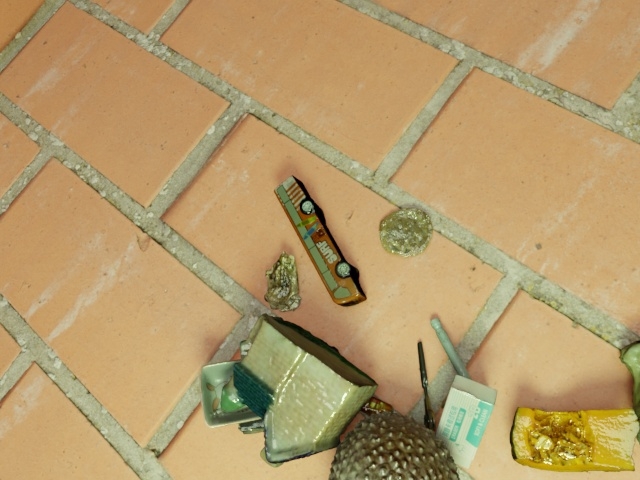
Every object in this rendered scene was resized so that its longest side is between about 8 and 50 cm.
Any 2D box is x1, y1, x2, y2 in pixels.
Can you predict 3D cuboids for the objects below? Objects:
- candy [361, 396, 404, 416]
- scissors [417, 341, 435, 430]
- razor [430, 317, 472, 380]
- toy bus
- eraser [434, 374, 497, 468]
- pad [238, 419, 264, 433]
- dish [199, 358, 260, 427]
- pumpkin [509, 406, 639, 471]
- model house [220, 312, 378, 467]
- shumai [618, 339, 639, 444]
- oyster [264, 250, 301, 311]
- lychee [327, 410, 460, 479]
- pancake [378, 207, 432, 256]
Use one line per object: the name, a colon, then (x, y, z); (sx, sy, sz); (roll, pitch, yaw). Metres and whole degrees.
candy: (0.127, 0.413, 1.235); (0.182, 0.046, 0.053); (23, 72, 18)
scissors: (0.256, 0.355, 1.218); (0.017, 0.088, 0.220); (-3, 60, 2)
razor: (0.333, 0.293, 1.212); (0.068, 0.106, 0.232); (-26, 59, 4)
toy bus: (0.000, 0.000, 1.379); (0.092, 0.093, 0.409); (-33, 67, 10)
eraser: (0.317, 0.406, 1.112); (0.095, 0.225, 0.052); (18, 33, 18)
pad: (-0.108, 0.406, 1.310); (0.232, 0.022, 0.174); (-11, 69, 8)
dish: (-0.188, 0.384, 1.275); (0.234, 0.064, 0.154); (-5, 67, -16)
pumpkin: (0.544, 0.431, 1.080); (0.247, 0.126, 0.131); (-1, 56, 23)
model house: (-0.072, 0.365, 1.173); (0.298, 0.243, 0.284); (32, 86, 27)
shumai: (0.715, 0.321, 1.033); (0.222, 0.260, 0.225); (44, 119, 27)
oyster: (-0.112, 0.115, 1.390); (0.108, 0.053, 0.166); (-6, 78, 23)
lychee: (0.144, 0.521, 1.071); (0.299, 0.300, 0.300); (-4, 71, 12)
pancake: (0.232, -0.025, 1.365); (0.151, 0.025, 0.152); (-4, 73, 13)
